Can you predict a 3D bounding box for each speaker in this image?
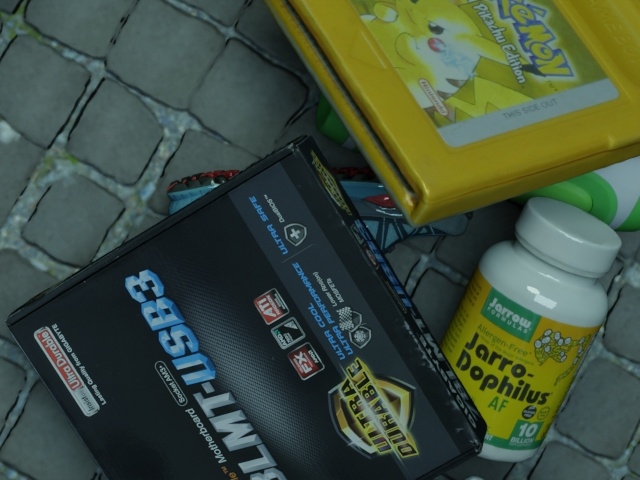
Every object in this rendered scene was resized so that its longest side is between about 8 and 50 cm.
[{"bbox_3d":[0.153,-0.101,1.609,0.297,0.131,0.131,17,85,-9],"label":"speaker"}]

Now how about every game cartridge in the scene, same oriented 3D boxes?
[{"bbox_3d":[0.137,-0.171,1.538,0.324,0.052,0.285,-19,65,-30],"label":"game cartridge"}]

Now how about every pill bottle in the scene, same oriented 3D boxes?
[{"bbox_3d":[0.172,0.073,1.577,0.118,0.117,0.208,21,110,-9],"label":"pill bottle"}]

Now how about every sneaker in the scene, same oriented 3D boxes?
[{"bbox_3d":[0.000,0.000,1.606,0.262,0.104,0.125,-1,98,-2],"label":"sneaker"}]

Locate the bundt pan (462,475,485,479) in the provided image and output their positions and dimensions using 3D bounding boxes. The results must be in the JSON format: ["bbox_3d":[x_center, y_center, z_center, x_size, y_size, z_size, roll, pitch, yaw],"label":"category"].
[{"bbox_3d":[0.124,0.360,1.593,0.331,0.124,0.330,0,89,-10],"label":"bundt pan"}]

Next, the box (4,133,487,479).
[{"bbox_3d":[-0.060,0.110,1.537,0.293,0.073,0.295,-30,95,13],"label":"box"}]
